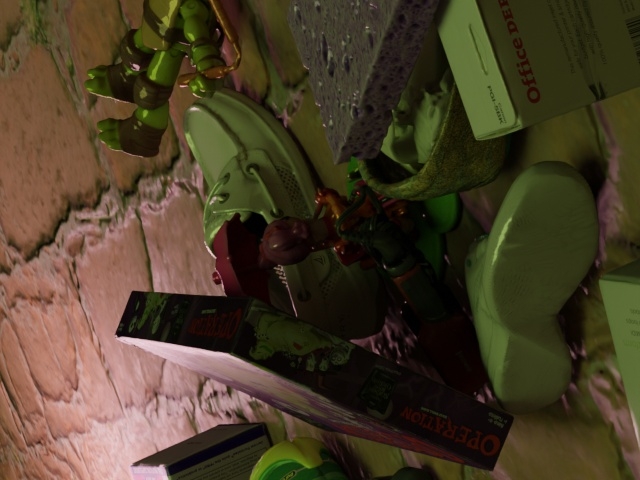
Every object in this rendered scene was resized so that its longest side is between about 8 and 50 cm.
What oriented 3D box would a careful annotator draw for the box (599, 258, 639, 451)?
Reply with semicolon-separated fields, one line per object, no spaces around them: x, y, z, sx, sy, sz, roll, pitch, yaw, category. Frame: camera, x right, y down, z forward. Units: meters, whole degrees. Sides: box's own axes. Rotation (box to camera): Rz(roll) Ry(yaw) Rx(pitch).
0.280;0.171;1.138;0.232;0.058;0.322;6;114;63;box

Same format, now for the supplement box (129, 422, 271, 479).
-0.085;0.299;1.917;0.111;0.114;0.220;-14;98;64;supplement box

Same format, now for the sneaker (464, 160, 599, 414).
0.128;0.017;1.322;0.212;0.080;0.094;93;158;-43;sneaker

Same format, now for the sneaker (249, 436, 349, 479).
0.001;0.324;1.760;0.123;0.109;0.295;28;133;60;sneaker

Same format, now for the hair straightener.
0.057;0.029;1.381;0.230;0.047;0.089;46;-170;-52;hair straightener

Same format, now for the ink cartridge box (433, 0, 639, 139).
0.137;-0.124;1.112;0.056;0.135;0.099;-14;95;66;ink cartridge box

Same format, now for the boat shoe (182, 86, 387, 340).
-0.053;-0.021;1.624;0.277;0.096;0.098;52;150;33;boat shoe

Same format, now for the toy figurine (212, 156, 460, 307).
0.000;0.000;1.458;0.130;0.159;0.173;66;154;8;toy figurine

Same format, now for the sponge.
0.026;-0.147;1.147;0.210;0.031;0.117;111;147;-59;sponge

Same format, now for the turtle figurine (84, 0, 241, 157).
-0.132;-0.192;1.663;0.269;0.087;0.217;61;138;31;turtle figurine

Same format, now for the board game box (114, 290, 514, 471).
-0.018;0.098;1.472;0.056;0.208;0.347;-71;17;-7;board game box

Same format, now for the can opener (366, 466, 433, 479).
0.085;0.325;1.633;0.093;0.074;0.280;1;109;63;can opener

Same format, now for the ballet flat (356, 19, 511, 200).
0.068;-0.170;1.245;0.123;0.123;0.348;44;145;43;ballet flat
